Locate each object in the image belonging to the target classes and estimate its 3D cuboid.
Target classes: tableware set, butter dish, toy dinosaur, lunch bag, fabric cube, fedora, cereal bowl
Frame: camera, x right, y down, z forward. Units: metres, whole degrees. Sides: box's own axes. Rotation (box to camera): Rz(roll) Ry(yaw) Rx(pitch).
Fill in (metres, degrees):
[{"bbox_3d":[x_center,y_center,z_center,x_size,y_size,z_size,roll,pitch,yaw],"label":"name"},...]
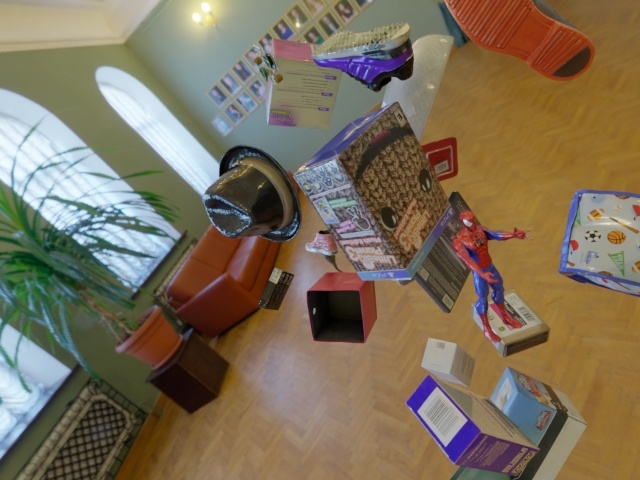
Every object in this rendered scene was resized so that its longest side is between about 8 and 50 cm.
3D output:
[{"bbox_3d":[-0.143,-0.456,1.076,0.024,0.104,0.154,-33,46,-9],"label":"tableware set"},{"bbox_3d":[0.424,-0.308,1.533,0.160,0.160,0.118,-18,28,-9],"label":"butter dish"},{"bbox_3d":[0.052,0.086,2.124,0.064,0.268,0.118,-37,42,3],"label":"toy dinosaur"},{"bbox_3d":[1.063,0.013,1.422,0.239,0.385,0.328,55,-130,-78],"label":"lunch bag"},{"bbox_3d":[0.108,0.304,1.894,0.258,0.254,0.258,-3,14,21],"label":"fabric cube"},{"bbox_3d":[-0.211,-0.097,1.114,0.152,0.334,0.334,-38,12,-35],"label":"fedora"},{"bbox_3d":[0.274,-0.447,1.219,0.339,0.141,0.339,20,-90,-83],"label":"cereal bowl"}]

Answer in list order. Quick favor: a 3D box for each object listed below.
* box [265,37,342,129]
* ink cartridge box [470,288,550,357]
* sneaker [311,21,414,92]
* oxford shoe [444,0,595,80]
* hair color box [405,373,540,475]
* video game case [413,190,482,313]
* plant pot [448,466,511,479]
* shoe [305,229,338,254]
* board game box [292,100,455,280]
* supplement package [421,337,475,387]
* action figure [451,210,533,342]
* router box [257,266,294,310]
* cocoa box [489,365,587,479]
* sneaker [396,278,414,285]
[{"bbox_3d":[-0.060,-0.501,1.321,0.243,0.213,0.117,106,159,-50],"label":"box"},{"bbox_3d":[0.739,0.319,1.596,0.193,0.088,0.235,-18,37,-5],"label":"ink cartridge box"},{"bbox_3d":[0.105,-0.438,1.016,0.293,0.146,0.102,18,62,42],"label":"sneaker"},{"bbox_3d":[0.422,-0.484,0.892,0.130,0.363,0.133,-50,13,43],"label":"oxford shoe"},{"bbox_3d":[0.393,0.477,1.037,0.110,0.338,0.185,-55,36,8],"label":"hair color box"},{"bbox_3d":[0.357,0.032,1.109,0.026,0.196,0.274,2,52,55],"label":"video game case"},{"bbox_3d":[0.484,0.805,1.232,0.293,0.293,0.196,-45,61,-9],"label":"plant pot"},{"bbox_3d":[0.000,0.000,1.486,0.063,0.081,0.178,-17,16,-31],"label":"shoe"},{"bbox_3d":[0.126,-0.098,0.866,0.141,0.291,0.232,-8,33,50],"label":"board game box"},{"bbox_3d":[0.579,0.550,1.819,0.139,0.244,0.134,3,64,43],"label":"supplement package"},{"bbox_3d":[0.340,0.071,0.775,0.091,0.281,0.139,-29,14,-13],"label":"action figure"},{"bbox_3d":[-0.192,0.215,1.770,0.179,0.046,0.133,-65,-23,-3],"label":"router box"},{"bbox_3d":[0.704,0.676,1.425,0.347,0.227,0.231,-68,-13,11],"label":"cocoa box"},{"bbox_3d":[0.236,0.006,1.210,0.105,0.281,0.115,-23,30,-13],"label":"sneaker"}]
